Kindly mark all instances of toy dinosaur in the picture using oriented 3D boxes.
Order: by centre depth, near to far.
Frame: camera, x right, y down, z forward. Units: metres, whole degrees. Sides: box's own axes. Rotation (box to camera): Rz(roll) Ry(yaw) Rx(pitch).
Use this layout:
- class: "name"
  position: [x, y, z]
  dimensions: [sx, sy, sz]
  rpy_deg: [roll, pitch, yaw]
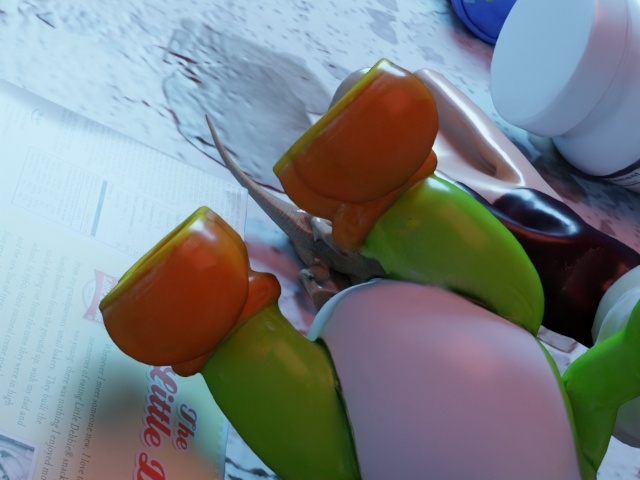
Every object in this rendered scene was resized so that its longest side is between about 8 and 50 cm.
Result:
- class: "toy dinosaur"
  position: [0.000, 0.000, 0.822]
  dimensions: [0.183, 0.053, 0.092]
  rpy_deg: [29, 15, -22]

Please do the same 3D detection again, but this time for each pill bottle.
- class: "pill bottle"
  position: [0.287, -0.113, 1.120]
  dimensions: [0.278, 0.162, 0.162]
  rpy_deg: [18, 34, -25]

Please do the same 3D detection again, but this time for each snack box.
- class: "snack box"
  position: [-0.132, 0.048, 0.605]
  dimensions: [0.187, 0.060, 0.322]
  rpy_deg: [25, 32, -16]

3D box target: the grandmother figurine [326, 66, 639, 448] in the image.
- class: "grandmother figurine"
  position: [0.113, 0.001, 0.740]
  dimensions: [0.208, 0.104, 0.342]
  rpy_deg: [16, 16, -34]

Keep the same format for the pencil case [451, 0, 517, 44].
- class: "pencil case"
  position: [0.175, -0.305, 1.322]
  dimensions: [0.306, 0.133, 0.119]
  rpy_deg: [-91, 160, -53]

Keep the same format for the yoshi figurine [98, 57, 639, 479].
- class: "yoshi figurine"
  position: [0.085, 0.112, 0.554]
  dimensions: [0.362, 0.203, 0.203]
  rpy_deg: [51, 37, -6]
